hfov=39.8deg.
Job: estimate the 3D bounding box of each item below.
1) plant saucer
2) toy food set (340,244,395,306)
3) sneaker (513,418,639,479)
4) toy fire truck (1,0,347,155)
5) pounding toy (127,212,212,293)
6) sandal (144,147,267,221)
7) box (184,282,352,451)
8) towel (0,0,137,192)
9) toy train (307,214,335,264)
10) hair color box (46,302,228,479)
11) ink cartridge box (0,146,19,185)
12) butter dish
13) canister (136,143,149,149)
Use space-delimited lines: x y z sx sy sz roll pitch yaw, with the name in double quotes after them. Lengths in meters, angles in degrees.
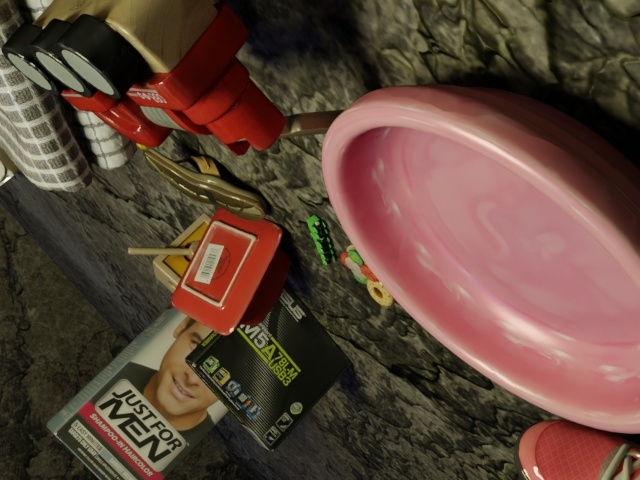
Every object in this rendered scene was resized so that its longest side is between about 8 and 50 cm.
0.149 0.006 0.677 0.332 0.084 0.332 38 160 17 "plant saucer"
0.058 0.037 1.005 0.082 0.020 0.083 41 160 10 "toy food set"
0.326 0.233 0.785 0.314 0.116 0.136 27 145 24 "sneaker"
-0.092 -0.127 0.714 0.246 0.158 0.217 45 163 -32 "toy fire truck"
-0.190 0.033 1.317 0.141 0.130 0.100 41 160 9 "pounding toy"
-0.143 -0.079 1.138 0.180 0.049 0.072 22 160 16 "sandal"
-0.073 0.179 1.303 0.191 0.184 0.045 53 161 -19 "box"
-0.311 -0.198 0.873 0.283 0.121 0.235 38 154 46 "towel"
0.000 0.000 1.052 0.024 0.017 0.083 44 163 33 "toy train"
-0.257 0.247 1.508 0.185 0.374 0.113 50 160 -13 "hair color box"
-0.545 -0.210 1.241 0.285 0.166 0.395 53 -173 -20 "ink cartridge box"
-0.100 0.052 1.200 0.118 0.160 0.160 31 173 -42 "butter dish"
-0.259 -0.200 1.078 0.170 0.073 0.126 39 159 10 "canister"
